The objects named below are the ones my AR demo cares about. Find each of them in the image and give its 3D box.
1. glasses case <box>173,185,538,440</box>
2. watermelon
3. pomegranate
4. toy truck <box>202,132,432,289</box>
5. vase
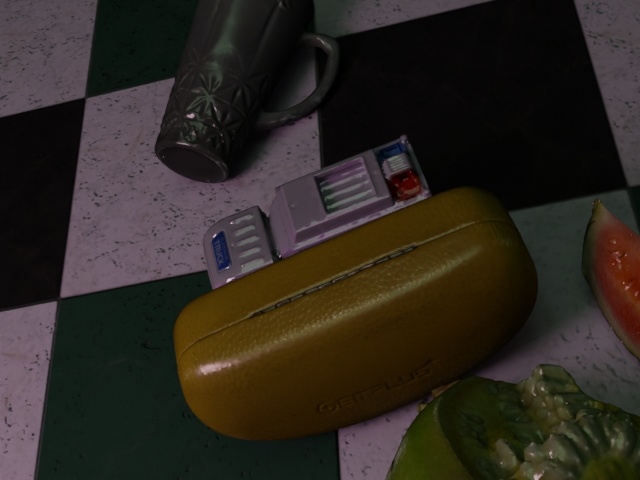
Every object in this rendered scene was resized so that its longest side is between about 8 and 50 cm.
[{"bbox_3d":[0.040,0.093,0.993,0.371,0.173,0.141,-23,51,5],"label":"glasses case"},{"bbox_3d":[0.334,0.064,0.950,0.063,0.119,0.245,-23,51,-12],"label":"watermelon"},{"bbox_3d":[0.170,0.221,0.834,0.261,0.260,0.340,-27,20,-1],"label":"pomegranate"},{"bbox_3d":[0.000,0.000,1.083,0.268,0.155,0.124,-21,52,4],"label":"toy truck"},{"bbox_3d":[-0.109,-0.223,1.298,0.251,0.156,0.300,19,68,0],"label":"vase"}]
